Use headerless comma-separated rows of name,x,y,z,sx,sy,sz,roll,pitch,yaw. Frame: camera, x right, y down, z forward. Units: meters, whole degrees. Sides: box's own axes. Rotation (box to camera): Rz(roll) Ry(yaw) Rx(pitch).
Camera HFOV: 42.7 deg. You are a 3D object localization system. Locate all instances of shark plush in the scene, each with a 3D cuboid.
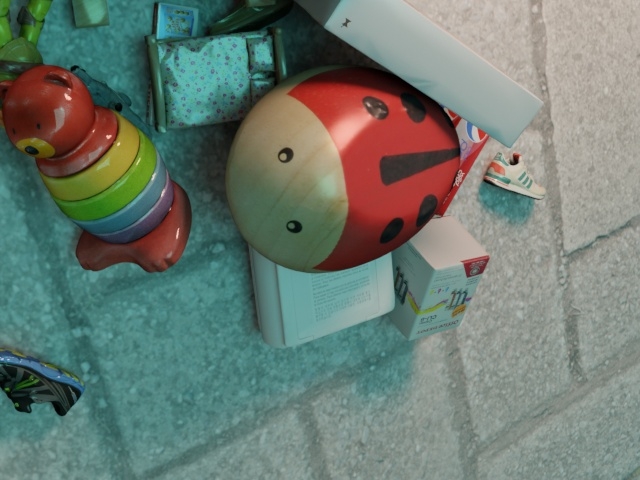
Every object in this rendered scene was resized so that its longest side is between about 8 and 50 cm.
shark plush,-0.290,-0.196,1.136,0.073,0.067,0.161,-47,148,-21

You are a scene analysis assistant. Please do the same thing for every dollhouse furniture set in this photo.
dollhouse furniture set,-0.184,-0.244,1.120,0.303,0.174,0.356,-10,107,-17

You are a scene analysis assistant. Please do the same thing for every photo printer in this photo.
photo printer,0.000,0.000,1.373,0.255,0.107,0.308,-17,110,-31

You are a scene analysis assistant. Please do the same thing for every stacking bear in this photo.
stacking bear,-0.303,-0.104,1.075,0.289,0.175,0.164,60,38,-48

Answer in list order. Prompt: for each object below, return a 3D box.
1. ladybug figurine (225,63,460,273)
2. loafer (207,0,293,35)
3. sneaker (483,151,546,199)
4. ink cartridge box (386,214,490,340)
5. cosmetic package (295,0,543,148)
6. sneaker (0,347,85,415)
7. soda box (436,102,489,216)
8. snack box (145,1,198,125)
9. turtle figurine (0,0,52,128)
ladybug figurine,0.065,-0.110,1.206,0.449,0.161,0.305,-24,108,-43
loafer,-0.113,-0.344,1.254,0.148,0.056,0.050,-30,79,-16
sneaker,0.399,-0.131,1.630,0.161,0.057,0.075,13,100,-32
ink cartridge box,0.195,0.067,1.469,0.128,0.127,0.176,-11,135,-30
cosmetic package,0.128,-0.310,1.257,0.377,0.284,0.097,25,111,-32
sneaker,-0.428,0.204,1.170,0.188,0.067,0.078,32,77,-37
soda box,0.236,-0.179,1.492,0.083,0.092,0.263,37,81,-36
snack box,-0.221,-0.259,1.220,0.064,0.022,0.178,0,101,-32
turtle figurine,-0.404,-0.232,1.040,0.269,0.087,0.218,-8,110,-45
